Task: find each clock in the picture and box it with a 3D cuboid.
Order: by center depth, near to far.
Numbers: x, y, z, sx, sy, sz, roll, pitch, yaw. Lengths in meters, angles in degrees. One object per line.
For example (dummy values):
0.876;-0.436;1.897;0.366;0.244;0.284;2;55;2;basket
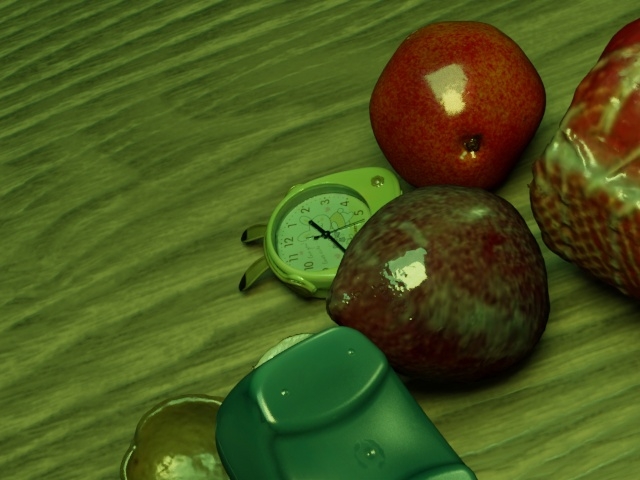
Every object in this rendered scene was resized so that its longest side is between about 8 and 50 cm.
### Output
0.000;0.000;1.469;0.232;0.069;0.170;-10;57;12;clock

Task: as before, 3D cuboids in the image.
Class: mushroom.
-0.042;0.147;1.415;0.101;0.019;0.049;-29;54;1;mushroom

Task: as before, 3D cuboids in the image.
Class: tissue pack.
0.024;0.252;1.194;0.198;0.206;0.287;-30;75;-31;tissue pack

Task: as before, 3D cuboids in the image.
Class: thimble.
0.414;-0.081;1.236;0.350;0.350;0.230;-45;57;-13;thimble

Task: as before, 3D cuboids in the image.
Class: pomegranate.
0.171;-0.174;1.447;0.220;0.221;0.257;-9;21;11;pomegranate

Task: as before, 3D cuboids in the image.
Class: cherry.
0.137;0.051;1.284;0.300;0.203;0.230;-10;82;-36;cherry

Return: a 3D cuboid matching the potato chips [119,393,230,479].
-0.128;0.274;1.333;0.208;0.062;0.195;-22;64;2;potato chips
